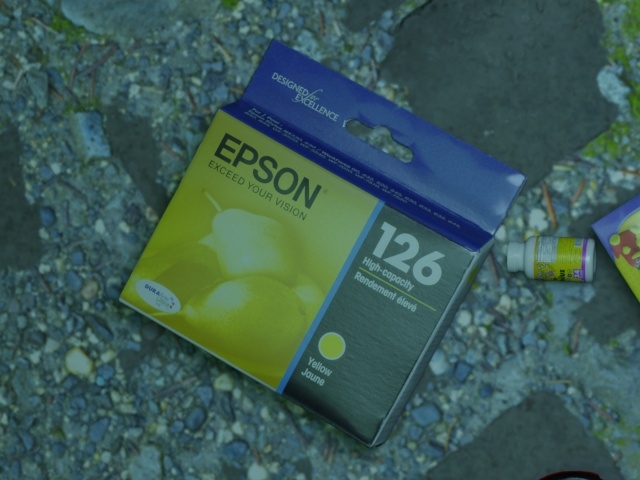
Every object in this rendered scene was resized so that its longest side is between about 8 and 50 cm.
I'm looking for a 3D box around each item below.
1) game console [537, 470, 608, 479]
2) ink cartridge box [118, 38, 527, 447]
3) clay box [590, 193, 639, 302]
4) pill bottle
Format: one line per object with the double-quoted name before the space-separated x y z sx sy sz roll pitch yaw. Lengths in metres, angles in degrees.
"game console" 0.285 0.445 1.743 0.342 0.060 0.387 26 97 13
"ink cartridge box" 0.000 0.000 1.808 0.303 0.072 0.307 29 99 12
"clay box" 0.369 0.045 1.723 0.127 0.053 0.222 -34 82 10
"pill bottle" 0.224 0.017 1.764 0.083 0.043 0.043 3 91 14
